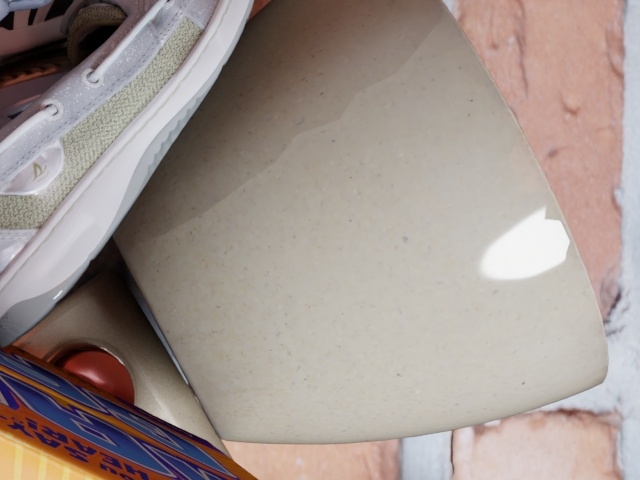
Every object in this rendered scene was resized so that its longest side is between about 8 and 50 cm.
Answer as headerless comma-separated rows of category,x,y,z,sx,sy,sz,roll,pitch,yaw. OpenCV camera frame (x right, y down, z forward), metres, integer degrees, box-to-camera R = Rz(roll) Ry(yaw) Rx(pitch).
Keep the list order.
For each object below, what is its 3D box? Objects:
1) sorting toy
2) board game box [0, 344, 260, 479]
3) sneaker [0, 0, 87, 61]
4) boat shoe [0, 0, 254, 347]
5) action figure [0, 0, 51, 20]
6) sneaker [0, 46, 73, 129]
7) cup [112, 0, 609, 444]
sorting toy,-0.140,0.203,1.213,0.229,0.041,0.307,-38,107,-28
board game box,-0.217,0.236,0.929,0.356,0.356,0.356,30,87,-28
sneaker,-0.211,-0.172,1.153,0.217,0.079,0.121,-30,100,-56
boat shoe,-0.133,-0.086,1.061,0.103,0.118,0.320,37,59,-13
action figure,-0.284,-0.190,0.951,0.341,0.178,0.330,-17,97,-11
sneaker,-0.190,-0.030,1.164,0.282,0.099,0.153,-25,106,-35
cup,0.000,0.000,1.186,0.237,0.331,0.331,-27,103,-5
